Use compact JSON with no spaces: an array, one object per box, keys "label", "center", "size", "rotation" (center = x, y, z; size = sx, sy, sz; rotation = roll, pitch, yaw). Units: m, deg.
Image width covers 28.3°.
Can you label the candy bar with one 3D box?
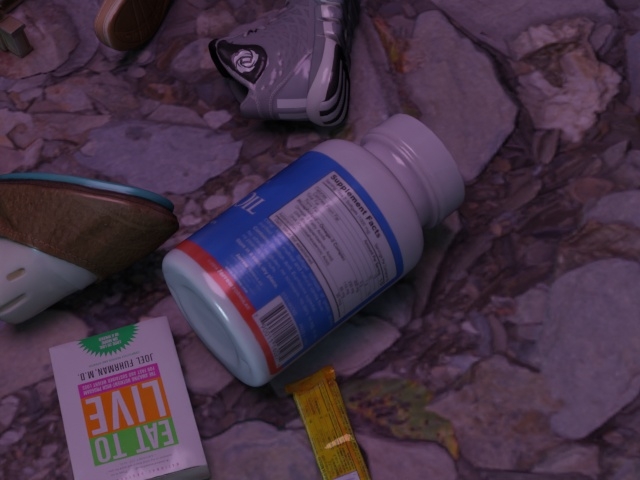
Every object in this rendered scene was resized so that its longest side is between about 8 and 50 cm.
[{"label":"candy bar","center":[0.014,0.157,0.911],"size":[0.040,0.018,0.161],"rotation":[-21,51,-2]}]

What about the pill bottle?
[{"label":"pill bottle","center":[0.000,0.000,0.972],"size":[0.221,0.124,0.124],"rotation":[-37,54,-19]}]

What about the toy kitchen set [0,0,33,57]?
[{"label":"toy kitchen set","center":[-0.308,-0.241,1.262],"size":[0.083,0.068,0.075],"rotation":[31,63,30]}]

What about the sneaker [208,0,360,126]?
[{"label":"sneaker","center":[-0.036,-0.201,1.168],"size":[0.132,0.086,0.229],"rotation":[-2,52,12]}]

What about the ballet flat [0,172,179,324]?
[{"label":"ballet flat","center":[-0.280,-0.001,1.048],"size":[0.342,0.116,0.124],"rotation":[11,73,20]}]

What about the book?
[{"label":"book","center":[-0.145,0.130,0.959],"size":[0.096,0.035,0.144],"rotation":[-17,49,-7]}]

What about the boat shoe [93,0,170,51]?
[{"label":"boat shoe","center":[-0.184,-0.245,1.250],"size":[0.059,0.063,0.170],"rotation":[9,44,21]}]
